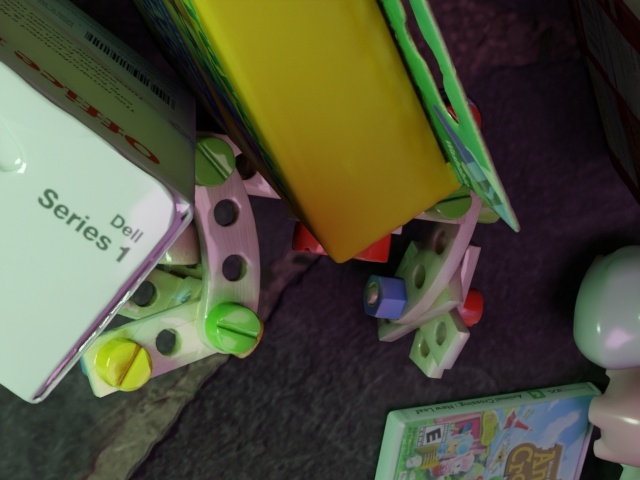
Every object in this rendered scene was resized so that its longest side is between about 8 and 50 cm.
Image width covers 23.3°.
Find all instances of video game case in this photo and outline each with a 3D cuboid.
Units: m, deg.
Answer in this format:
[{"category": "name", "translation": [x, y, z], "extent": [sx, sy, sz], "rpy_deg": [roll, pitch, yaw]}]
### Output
[{"category": "video game case", "translation": [0.127, 0.220, 1.282], "extent": [0.193, 0.023, 0.212], "rpy_deg": [-5, 121, -26]}]

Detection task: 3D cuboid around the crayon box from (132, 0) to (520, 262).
[{"category": "crayon box", "translation": [-0.039, -0.129, 0.787], "extent": [0.083, 0.323, 0.203], "rpy_deg": [-33, 128, -7]}]

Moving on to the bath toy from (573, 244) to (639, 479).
[{"category": "bath toy", "translation": [0.298, 0.147, 1.263], "extent": [0.151, 0.129, 0.348], "rpy_deg": [-56, 141, -40]}]

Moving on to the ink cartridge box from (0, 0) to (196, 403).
[{"category": "ink cartridge box", "translation": [-0.170, -0.062, 0.751], "extent": [0.201, 0.278, 0.117], "rpy_deg": [37, 99, -12]}]

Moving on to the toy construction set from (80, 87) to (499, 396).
[{"category": "toy construction set", "translation": [0.000, 0.000, 0.998], "extent": [0.328, 0.151, 0.215], "rpy_deg": [7, 90, -40]}]

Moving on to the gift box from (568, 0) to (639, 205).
[{"category": "gift box", "translation": [0.316, -0.144, 1.024], "extent": [0.258, 0.276, 0.255], "rpy_deg": [-20, 130, 2]}]
